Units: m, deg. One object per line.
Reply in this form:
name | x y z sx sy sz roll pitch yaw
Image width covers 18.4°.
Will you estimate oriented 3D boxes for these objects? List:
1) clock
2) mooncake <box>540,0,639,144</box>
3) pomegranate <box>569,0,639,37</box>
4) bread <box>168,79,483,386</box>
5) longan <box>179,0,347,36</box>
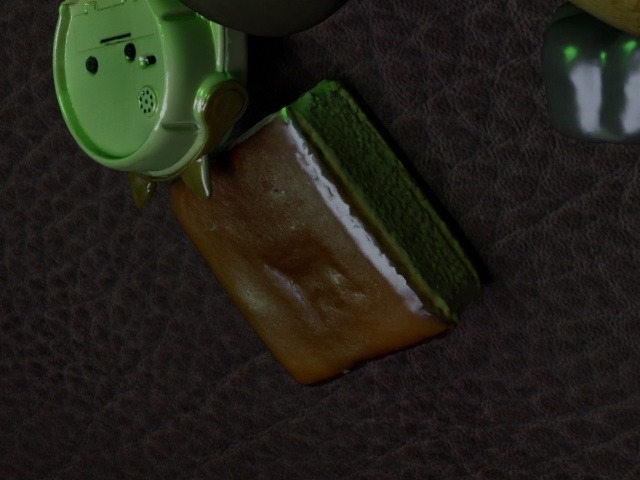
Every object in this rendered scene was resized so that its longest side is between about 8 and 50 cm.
clock | -0.208 -0.213 2.335 0.286 0.117 0.348 -6 91 48
mooncake | 0.322 -0.165 1.847 0.245 0.245 0.133 9 116 42
pomegranate | 0.312 -0.304 1.651 0.319 0.319 0.319 27 139 26
bread | 0.000 0.000 2.402 0.333 0.143 0.323 53 143 -5
longan | -0.074 -0.360 2.063 0.300 0.243 0.300 10 125 14
